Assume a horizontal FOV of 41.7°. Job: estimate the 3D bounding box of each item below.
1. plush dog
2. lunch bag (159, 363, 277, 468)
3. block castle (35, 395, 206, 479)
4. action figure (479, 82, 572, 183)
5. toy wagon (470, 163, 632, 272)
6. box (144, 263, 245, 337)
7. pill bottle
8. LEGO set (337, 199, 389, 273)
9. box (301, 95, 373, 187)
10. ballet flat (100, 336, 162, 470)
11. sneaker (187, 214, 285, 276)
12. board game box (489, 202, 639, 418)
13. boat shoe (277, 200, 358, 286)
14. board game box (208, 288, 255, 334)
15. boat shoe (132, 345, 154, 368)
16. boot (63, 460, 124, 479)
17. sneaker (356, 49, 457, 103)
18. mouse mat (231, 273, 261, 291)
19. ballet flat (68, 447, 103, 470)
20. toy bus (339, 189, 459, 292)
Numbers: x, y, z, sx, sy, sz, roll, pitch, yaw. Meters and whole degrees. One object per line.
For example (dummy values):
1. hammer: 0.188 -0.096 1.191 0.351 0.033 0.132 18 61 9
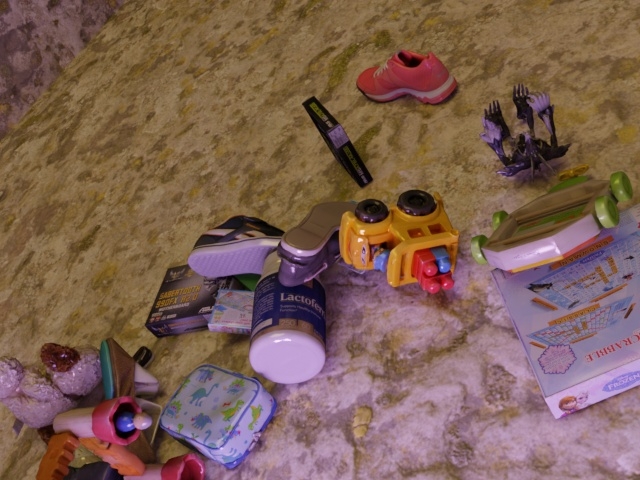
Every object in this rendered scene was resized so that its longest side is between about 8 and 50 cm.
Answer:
1. plush dog: -0.595 0.327 1.939 0.225 0.262 0.210 -40 69 10
2. lunch bag: -0.203 0.344 1.689 0.219 0.090 0.176 9 56 43
3. block castle: -0.365 0.529 1.440 0.213 0.303 0.453 -11 44 28
4. action figure: 0.420 -0.233 1.780 0.164 0.141 0.275 -26 31 11
5. toy wagon: 0.443 -0.051 1.568 0.267 0.068 0.344 -20 13 38
6. box: -0.292 0.132 2.016 0.231 0.056 0.183 -11 44 28
7. pill bottle: -0.065 0.150 1.740 0.153 0.153 0.264 -21 40 18
8. LEGO set: 0.065 -0.007 1.916 0.244 0.060 0.182 21 58 41
9. box: 0.041 -0.241 2.050 0.045 0.190 0.184 -36 38 -2
10. ballet flat: -0.407 0.353 1.820 0.124 0.116 0.342 1 41 -19
11. sneaker: -0.140 0.007 1.909 0.321 0.126 0.127 0 48 19
12. board game box: 0.486 0.107 1.431 0.319 0.066 0.318 -26 38 13
13. boat shoe: 0.000 0.000 1.778 0.112 0.095 0.335 26 28 17
14. board game box: -0.161 0.159 1.862 0.154 0.026 0.103 4 48 11
15. boat shoe: -0.440 0.302 1.961 0.046 0.038 0.125 20 63 48
16. boot: -0.584 0.644 1.610 0.367 0.146 0.445 -5 49 23
17. sneaker: 0.208 -0.444 2.185 0.314 0.136 0.116 12 56 45
18. mouse mat: -0.153 0.040 1.984 0.153 0.007 0.190 -37 51 -23
19. ballet flat: -0.533 0.473 1.825 0.168 0.057 0.052 -10 80 31
20. toy bus: 0.168 0.023 1.669 0.220 0.149 0.211 -11 43 -13
